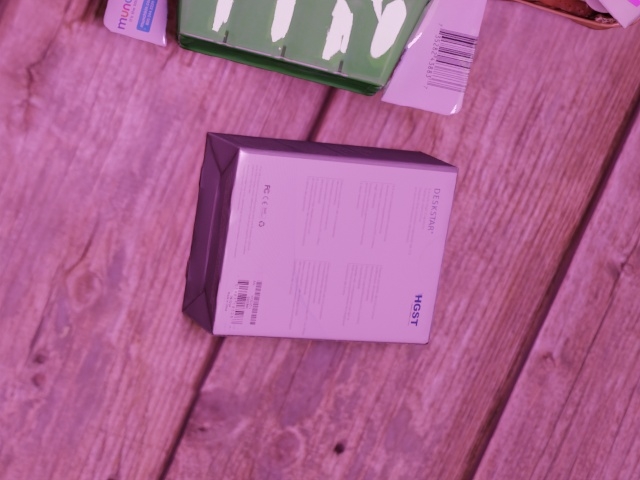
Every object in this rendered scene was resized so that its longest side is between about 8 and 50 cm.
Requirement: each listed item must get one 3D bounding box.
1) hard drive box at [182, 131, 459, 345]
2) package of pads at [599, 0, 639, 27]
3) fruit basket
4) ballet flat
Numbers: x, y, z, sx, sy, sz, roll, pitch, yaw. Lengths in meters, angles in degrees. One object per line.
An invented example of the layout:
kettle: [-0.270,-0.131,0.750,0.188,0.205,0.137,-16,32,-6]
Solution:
hard drive box: [0.000,0.000,1.810,0.232,0.089,0.181,5,101,-25]
package of pads: [0.271,-0.382,1.755,0.229,0.101,0.296,-42,99,11]
fruit basket: [0.005,-0.314,1.681,0.327,0.165,0.353,13,81,-4]
ballet flat: [0.221,-0.262,1.853,0.232,0.073,0.080,12,101,-26]
